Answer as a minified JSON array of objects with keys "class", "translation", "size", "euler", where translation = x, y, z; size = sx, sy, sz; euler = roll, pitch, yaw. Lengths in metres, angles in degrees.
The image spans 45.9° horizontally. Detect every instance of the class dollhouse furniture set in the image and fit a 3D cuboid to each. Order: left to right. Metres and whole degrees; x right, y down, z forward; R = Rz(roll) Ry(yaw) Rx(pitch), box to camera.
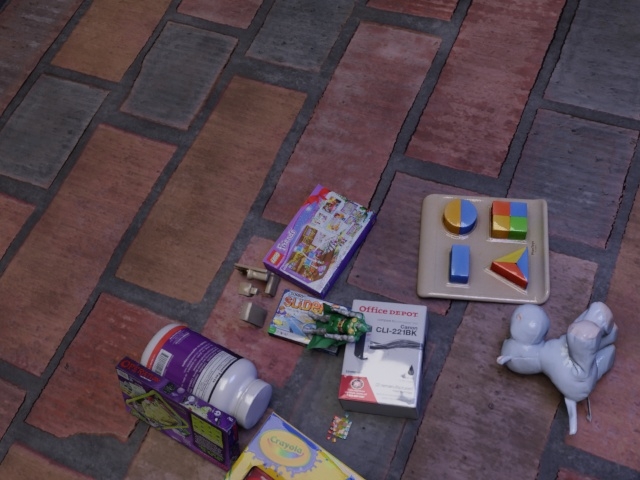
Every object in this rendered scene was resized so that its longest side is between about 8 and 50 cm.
[{"class":"dollhouse furniture set","translation":[-0.209,0.146,2.080],"size":[0.123,0.144,0.151],"euler":[11,79,20]}]

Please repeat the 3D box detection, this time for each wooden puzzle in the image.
[{"class":"wooden puzzle","translation":[0.050,0.475,1.921],"size":[0.049,0.006,0.083],"euler":[16,66,17]},{"class":"wooden puzzle","translation":[0.443,0.009,2.063],"size":[0.348,0.080,0.322],"euler":[2,63,11]}]

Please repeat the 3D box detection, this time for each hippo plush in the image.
[{"class":"hippo plush","translation":[0.578,0.270,1.863],"size":[0.236,0.234,0.294],"euler":[16,107,36]}]

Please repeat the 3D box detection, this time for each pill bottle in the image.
[{"class":"pill bottle","translation":[-0.292,0.354,1.945],"size":[0.323,0.181,0.181],"euler":[24,69,20]}]

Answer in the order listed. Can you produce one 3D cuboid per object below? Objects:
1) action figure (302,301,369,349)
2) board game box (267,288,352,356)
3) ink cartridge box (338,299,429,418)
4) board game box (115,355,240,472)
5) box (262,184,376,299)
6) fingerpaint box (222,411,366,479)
[{"class":"action figure","translation":[0.045,0.216,1.919],"size":[0.232,0.063,0.137],"euler":[-5,64,52]},{"class":"board game box","translation":[-0.026,0.221,2.054],"size":[0.201,0.035,0.136],"euler":[14,65,16]},{"class":"ink cartridge box","translation":[0.166,0.299,1.934],"size":[0.197,0.114,0.273],"euler":[4,62,13]},{"class":"board game box","translation":[-0.356,0.438,1.896],"size":[0.347,0.208,0.056],"euler":[25,45,20]},{"class":"box","translation":[0.000,0.000,2.156],"size":[0.201,0.057,0.293],"euler":[28,70,21]},{"class":"fingerpaint box","translation":[-0.039,0.670,1.689],"size":[0.445,0.163,0.371],"euler":[35,72,10]}]
